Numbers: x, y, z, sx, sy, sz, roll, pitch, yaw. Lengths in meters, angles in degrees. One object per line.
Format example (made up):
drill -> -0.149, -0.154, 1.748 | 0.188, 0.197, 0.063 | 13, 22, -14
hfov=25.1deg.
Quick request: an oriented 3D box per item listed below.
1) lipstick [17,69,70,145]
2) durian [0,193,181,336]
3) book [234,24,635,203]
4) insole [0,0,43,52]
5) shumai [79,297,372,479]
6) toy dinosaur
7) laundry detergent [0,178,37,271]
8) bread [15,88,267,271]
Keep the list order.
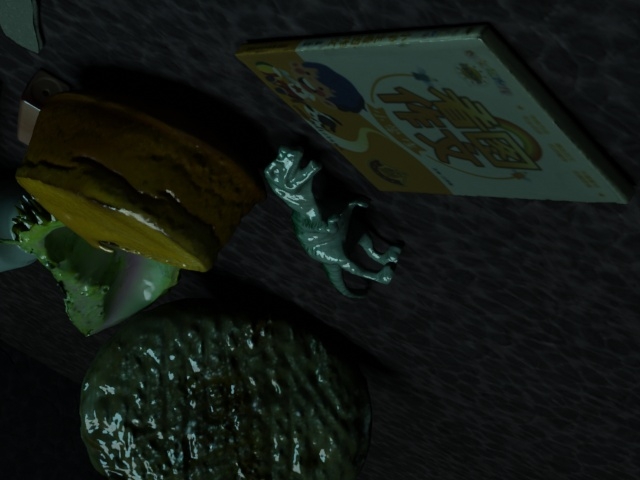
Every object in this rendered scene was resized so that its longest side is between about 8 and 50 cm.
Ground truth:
lipstick -> -0.311, -0.143, 1.608 | 0.045, 0.045, 0.145 | 28, 162, -7
durian -> -0.270, 0.015, 1.786 | 0.157, 0.169, 0.355 | 24, 164, 20
book -> 0.086, -0.099, 1.167 | 0.208, 0.020, 0.295 | 41, 159, -33
insole -> -0.299, -0.232, 1.396 | 0.063, 0.010, 0.192 | 28, 164, 6
shumai -> -0.139, 0.234, 2.033 | 0.397, 0.324, 0.323 | 10, -179, -8
toy dinosaur -> 0.041, 0.021, 1.493 | 0.129, 0.076, 0.383 | 27, 160, 26
laundry detergent -> -0.496, -0.009, 1.997 | 0.397, 0.264, 0.125 | -2, 112, 39
bread -> -0.184, -0.067, 1.466 | 0.269, 0.143, 0.195 | 16, 162, 40
